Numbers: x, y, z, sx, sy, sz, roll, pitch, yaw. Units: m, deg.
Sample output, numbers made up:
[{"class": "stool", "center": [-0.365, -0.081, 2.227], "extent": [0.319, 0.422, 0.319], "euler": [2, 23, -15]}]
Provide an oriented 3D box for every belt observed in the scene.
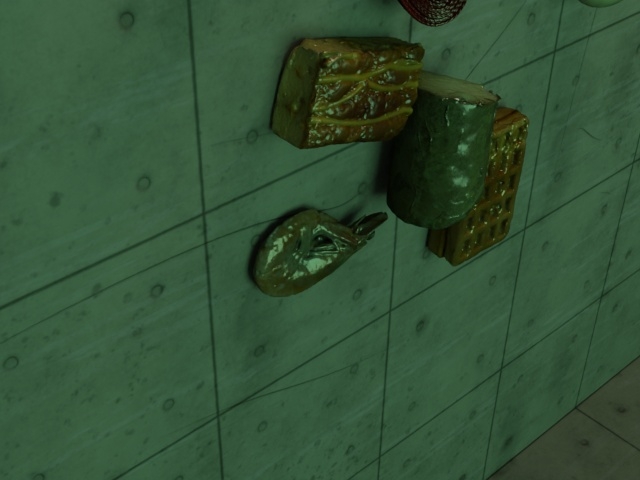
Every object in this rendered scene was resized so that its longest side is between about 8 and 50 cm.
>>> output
[{"class": "belt", "center": [0.166, -0.474, 1.677], "extent": [0.128, 0.124, 0.201], "euler": [-37, 139, 7]}]

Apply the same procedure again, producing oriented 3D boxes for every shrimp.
[{"class": "shrimp", "center": [0.000, 0.000, 1.883], "extent": [0.317, 0.077, 0.168], "euler": [-32, 134, -25]}]

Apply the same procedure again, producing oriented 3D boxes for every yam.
[{"class": "yam", "center": [0.239, -0.177, 1.918], "extent": [0.195, 0.195, 0.300], "euler": [-22, 131, -38]}]

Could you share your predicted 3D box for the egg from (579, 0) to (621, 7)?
[{"class": "egg", "center": [0.619, -0.587, 2.078], "extent": [0.209, 0.151, 0.151], "euler": [-41, 141, -29]}]

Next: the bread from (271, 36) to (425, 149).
[{"class": "bread", "center": [0.057, -0.265, 1.717], "extent": [0.274, 0.114, 0.185], "euler": [-14, 127, -45]}]

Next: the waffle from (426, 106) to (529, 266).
[{"class": "waffle", "center": [0.354, -0.123, 2.174], "extent": [0.224, 0.098, 0.328], "euler": [-25, 134, -38]}]
